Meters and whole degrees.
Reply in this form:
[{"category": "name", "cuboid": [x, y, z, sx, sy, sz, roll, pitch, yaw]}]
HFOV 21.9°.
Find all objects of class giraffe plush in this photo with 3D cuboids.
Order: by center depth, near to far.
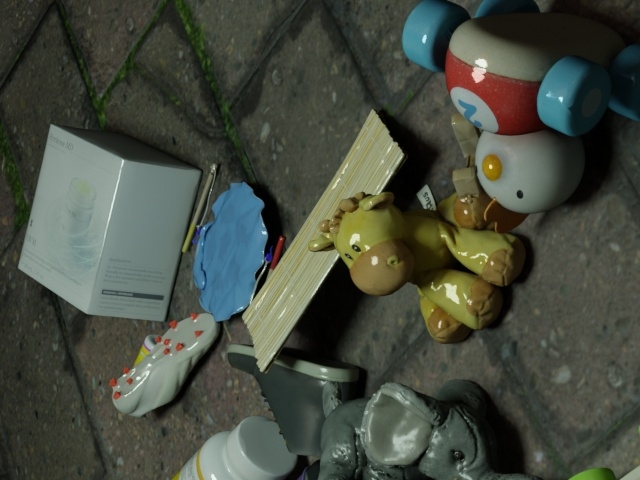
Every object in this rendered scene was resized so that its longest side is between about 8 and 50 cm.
[{"category": "giraffe plush", "cuboid": [0.092, 0.004, 1.808, 0.210, 0.170, 0.181, 52, 124, 43]}]

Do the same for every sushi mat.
[{"category": "sushi mat", "cuboid": [0.000, 0.000, 1.966, 0.317, 0.019, 0.151, -57, 23, 13]}]

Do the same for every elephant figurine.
[{"category": "elephant figurine", "cuboid": [0.119, 0.218, 1.782, 0.239, 0.186, 0.169, -34, 15, 32]}]

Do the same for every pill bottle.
[{"category": "pill bottle", "cuboid": [-0.119, 0.311, 2.073, 0.208, 0.117, 0.118, -49, 49, 36]}, {"category": "pill bottle", "cuboid": [-0.237, 0.175, 2.305, 0.043, 0.043, 0.083, 49, 121, 44]}]

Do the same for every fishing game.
[{"category": "fishing game", "cuboid": [-0.111, 0.018, 2.176, 0.264, 0.041, 0.189, 39, 115, 57]}]

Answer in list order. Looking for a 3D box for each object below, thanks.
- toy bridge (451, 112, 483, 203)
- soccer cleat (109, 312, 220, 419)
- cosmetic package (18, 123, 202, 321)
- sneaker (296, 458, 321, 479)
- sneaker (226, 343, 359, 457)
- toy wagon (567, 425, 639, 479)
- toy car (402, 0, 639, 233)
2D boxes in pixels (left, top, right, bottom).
[{"category": "toy bridge", "cuboid": [0.163, -0.114, 1.810, 0.026, 0.063, 0.188, -9, 50, 16]}, {"category": "soccer cleat", "cuboid": [-0.201, 0.169, 2.250, 0.196, 0.076, 0.068, -40, 38, 17]}, {"category": "cosmetic package", "cuboid": [-0.302, -0.028, 2.348, 0.224, 0.138, 0.225, 25, 103, 51]}, {"category": "sneaker", "cuboid": [0.032, 0.368, 1.882, 0.124, 0.107, 0.283, -58, 44, 24]}, {"category": "sneaker", "cuboid": [-0.048, 0.194, 2.028, 0.222, 0.083, 0.118, 11, 94, 51]}, {"category": "toy wagon", "cuboid": [0.315, 0.331, 1.556, 0.344, 0.068, 0.267, -47, 50, 38]}, {"category": "toy car", "cuboid": [0.204, -0.106, 1.679, 0.219, 0.210, 0.238, 30, 121, 38]}]
